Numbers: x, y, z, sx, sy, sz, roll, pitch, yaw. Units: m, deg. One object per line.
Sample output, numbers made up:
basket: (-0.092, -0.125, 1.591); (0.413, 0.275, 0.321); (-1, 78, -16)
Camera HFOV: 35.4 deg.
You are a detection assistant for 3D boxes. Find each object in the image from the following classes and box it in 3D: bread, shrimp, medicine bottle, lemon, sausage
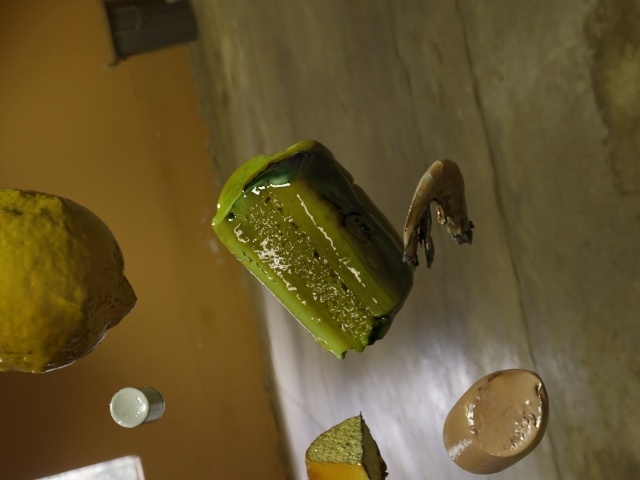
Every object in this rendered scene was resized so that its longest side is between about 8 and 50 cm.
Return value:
bread: (0.041, 0.406, 1.746); (0.260, 0.134, 0.129); (-94, -18, -79)
shrimp: (0.172, -0.019, 1.438); (0.046, 0.152, 0.219); (19, 161, 28)
medicine bottle: (-0.394, 0.359, 2.174); (0.183, 0.086, 0.086); (80, 176, -81)
lemon: (-0.372, 0.050, 1.253); (0.233, 0.288, 0.233); (-171, 90, -86)
sausage: (0.244, 0.255, 1.402); (0.253, 0.123, 0.123); (87, 167, -70)
bread: (0.000, 0.000, 1.743); (0.376, 0.251, 0.208); (47, -150, -21)
